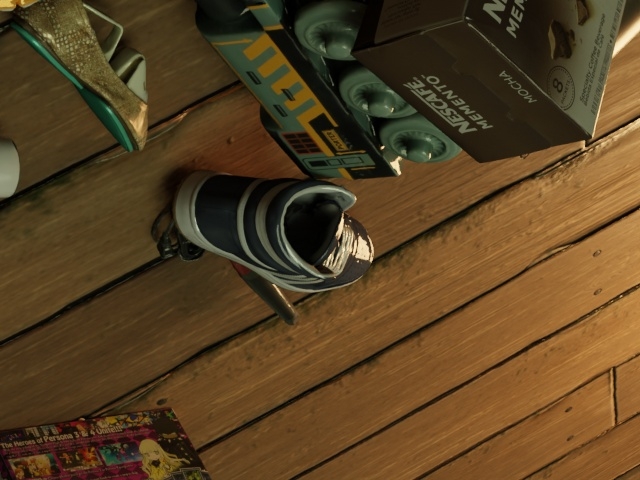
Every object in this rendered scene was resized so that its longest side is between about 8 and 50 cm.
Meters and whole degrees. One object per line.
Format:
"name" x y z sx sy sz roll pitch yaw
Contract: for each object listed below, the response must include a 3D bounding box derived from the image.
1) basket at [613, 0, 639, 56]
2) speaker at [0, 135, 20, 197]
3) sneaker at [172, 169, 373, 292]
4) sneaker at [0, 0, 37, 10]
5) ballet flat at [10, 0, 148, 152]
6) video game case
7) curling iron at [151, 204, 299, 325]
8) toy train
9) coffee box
"basket" 0.228 -0.241 1.411 0.227 0.204 0.154 -35 154 -18
"speaker" -0.324 -0.061 1.270 0.136 0.055 0.055 -4 136 -37
"sneaker" 0.000 0.000 1.507 0.282 0.153 0.099 19 81 -50
"sneaker" -0.202 -0.241 1.134 0.215 0.084 0.083 -29 144 -23
"ballet flat" -0.182 -0.146 1.275 0.067 0.073 0.206 -47 150 -7
"video game case" -0.221 0.282 1.640 0.232 0.210 0.041 -4 137 -37
"curling iron" -0.090 0.027 1.590 0.068 0.035 0.274 -36 145 9
"toy train" 0.009 -0.164 1.317 0.190 0.142 0.334 -5 152 26
"coffee box" 0.155 -0.234 1.212 0.119 0.297 0.168 -10 143 45
